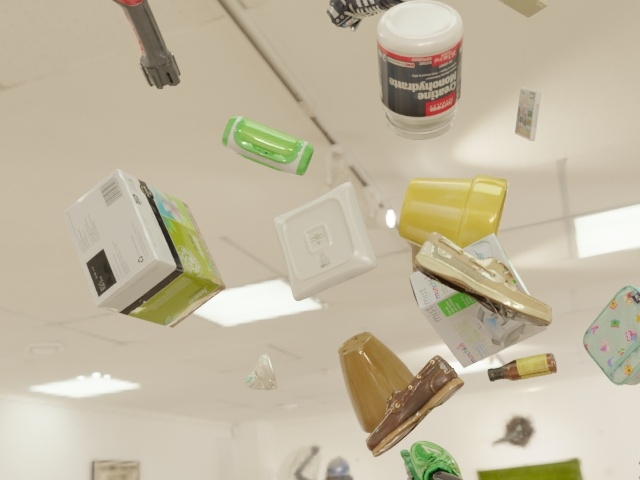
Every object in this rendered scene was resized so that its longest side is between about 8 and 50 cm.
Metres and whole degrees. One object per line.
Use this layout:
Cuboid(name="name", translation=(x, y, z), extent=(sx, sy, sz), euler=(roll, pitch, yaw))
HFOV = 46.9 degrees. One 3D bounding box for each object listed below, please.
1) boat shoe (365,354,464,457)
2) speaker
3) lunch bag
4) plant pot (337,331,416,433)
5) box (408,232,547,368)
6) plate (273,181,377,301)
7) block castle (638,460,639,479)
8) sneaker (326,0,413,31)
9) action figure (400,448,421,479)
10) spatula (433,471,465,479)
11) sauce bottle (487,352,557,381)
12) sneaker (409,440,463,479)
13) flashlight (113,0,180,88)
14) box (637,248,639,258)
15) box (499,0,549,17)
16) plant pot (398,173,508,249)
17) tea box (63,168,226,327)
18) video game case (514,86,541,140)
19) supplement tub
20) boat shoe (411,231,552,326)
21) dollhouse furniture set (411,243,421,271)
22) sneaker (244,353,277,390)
Cuboid(name="boat shoe", translation=(0.153, 0.288, 1.286), extent=(0.207, 0.073, 0.073), euler=(-43, -25, 3))
Cuboid(name="speaker", translation=(-0.177, -0.320, 2.499), extent=(0.296, 0.131, 0.131), euler=(22, -21, 2))
Cuboid(name="lunch bag", translation=(0.921, 0.280, 2.168), extent=(0.108, 0.224, 0.279), euler=(9, -54, -28))
Cuboid(name="plant pot", translation=(0.166, 0.418, 2.270), extent=(0.237, 0.254, 0.237), euler=(-29, 11, 6))
Cuboid(name="box", translation=(0.375, 0.147, 1.765), extent=(0.231, 0.127, 0.262), euler=(-28, -52, 13))
Cuboid(name="plate", translation=(0.000, 0.000, 2.108), extent=(0.277, 0.278, 0.045), euler=(-25, -23, 20))
Cuboid(name="block castle", translation=(0.622, 0.573, 1.465), extent=(0.303, 0.213, 0.453), euler=(-25, -26, -4))
Cuboid(name="sneaker", translation=(0.130, -0.639, 2.024), extent=(0.282, 0.153, 0.099), euler=(33, 18, 38))
Cuboid(name="action figure", translation=(0.316, 0.781, 2.441), extent=(0.063, 0.232, 0.137), euler=(-14, 21, 24))
Cuboid(name="spatula", translation=(0.331, 0.543, 1.586), extent=(0.084, 0.030, 0.296), euler=(-23, 12, -23))
Cuboid(name="sauce bottle", translation=(0.384, 0.245, 1.410), extent=(0.128, 0.042, 0.042), euler=(-14, -21, 22))
Cuboid(name="sneaker", translation=(0.313, 0.604, 1.912), extent=(0.109, 0.295, 0.123), euler=(-31, -63, -4))
Cuboid(name="flashlight", translation=(-0.410, -0.488, 1.646), extent=(0.103, 0.103, 0.304), euler=(-13, -48, 5))
Cuboid(name="box", translation=(0.985, -0.029, 2.057), extent=(0.114, 0.203, 0.103), euler=(4, 15, -15))
Cuboid(name="box", translation=(0.500, -0.730, 2.014), extent=(0.275, 0.113, 0.094), euler=(25, -14, -16))
Cuboid(name="plant pot", translation=(0.335, -0.057, 1.889), extent=(0.239, 0.254, 0.254), euler=(13, -16, 15))
Cuboid(name="tea box", translation=(-0.486, 0.030, 2.058), extent=(0.220, 0.329, 0.323), euler=(-36, -28, 12))
Cuboid(name="video game case", translation=(0.614, -0.377, 2.188), extent=(0.019, 0.143, 0.157), euler=(2, 16, -3))
Cuboid(name="supplement tub", translation=(0.227, -0.386, 1.682), extent=(0.191, 0.191, 0.272), euler=(-7, -42, 2))
Cuboid(name="boat shoe", translation=(0.337, 0.075, 1.497), extent=(0.302, 0.098, 0.109), euler=(27, -10, 24))
Cuboid(name="dollhouse furniture set", translation=(0.385, 0.031, 2.275), extent=(0.144, 0.123, 0.151), euler=(6, -13, -37))
Cuboid(name="sneaker", translation=(-0.176, 0.396, 2.139), extent=(0.094, 0.080, 0.212), euler=(-12, -30, -7))
